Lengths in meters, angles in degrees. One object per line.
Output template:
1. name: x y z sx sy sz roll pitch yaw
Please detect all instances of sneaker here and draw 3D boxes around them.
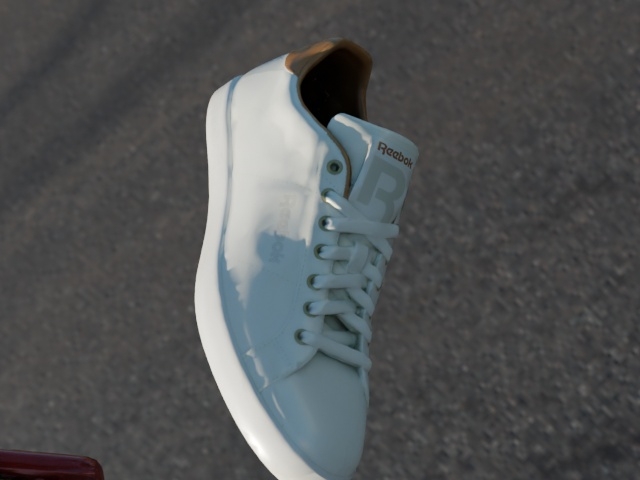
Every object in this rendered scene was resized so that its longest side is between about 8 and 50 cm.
1. sneaker: 0.000 0.000 0.905 0.123 0.106 0.290 -29 54 31

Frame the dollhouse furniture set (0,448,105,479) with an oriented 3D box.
1. dollhouse furniture set: -0.259 0.039 0.516 0.374 0.201 0.152 5 53 -1
